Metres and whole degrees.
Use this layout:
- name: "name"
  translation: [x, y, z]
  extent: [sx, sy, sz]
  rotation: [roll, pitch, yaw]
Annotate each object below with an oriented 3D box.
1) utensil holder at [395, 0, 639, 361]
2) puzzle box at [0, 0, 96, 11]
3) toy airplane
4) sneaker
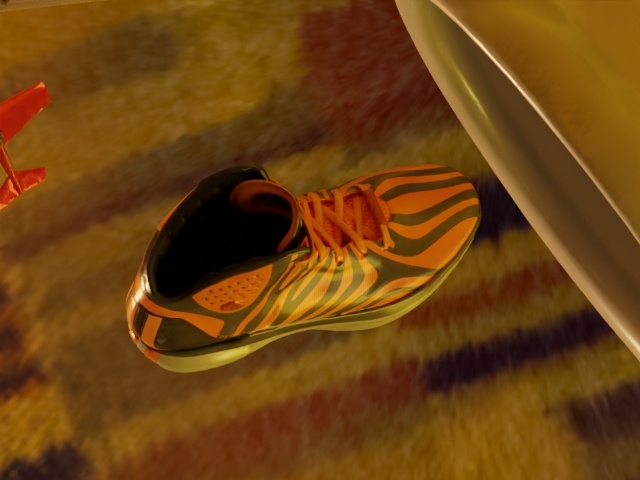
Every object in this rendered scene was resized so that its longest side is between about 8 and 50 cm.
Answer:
- name: "utensil holder"
  translation: [0.287, -0.118, 0.953]
  extent: [0.385, 0.327, 0.327]
  rotation: [-36, 93, 0]
- name: "puzzle box"
  translation: [-0.225, -0.278, 1.296]
  extent: [0.272, 0.409, 0.052]
  rotation: [49, 56, -36]
- name: "toy airplane"
  translation: [-0.321, -0.088, 1.815]
  extent: [0.028, 0.151, 0.151]
  rotation: [37, 101, 36]
- name: "sneaker"
  translation: [0.000, 0.000, 1.460]
  extent: [0.321, 0.180, 0.124]
  rotation: [-25, 71, -18]
